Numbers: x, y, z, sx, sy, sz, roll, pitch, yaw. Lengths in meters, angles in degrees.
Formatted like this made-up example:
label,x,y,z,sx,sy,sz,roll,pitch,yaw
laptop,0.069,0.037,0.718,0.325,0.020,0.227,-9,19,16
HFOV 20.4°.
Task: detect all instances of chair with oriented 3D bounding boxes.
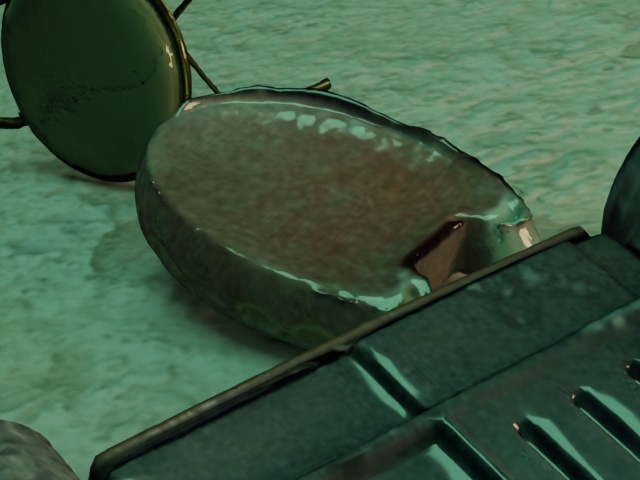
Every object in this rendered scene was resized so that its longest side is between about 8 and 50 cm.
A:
label,x,y,z,sx,sy,sz,roll,pitch,yaw
chair,-0.147,-0.106,1.080,0.170,0.159,0.326,11,27,33

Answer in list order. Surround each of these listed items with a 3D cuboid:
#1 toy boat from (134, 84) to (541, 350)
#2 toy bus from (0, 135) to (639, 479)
label,x,y,z,sx,sy,sz,roll,pitch,yaw
toy boat,0.000,0.000,0.934,0.227,0.085,0.155,26,48,30
toy bus,0.055,0.139,0.437,0.427,0.233,0.203,-23,48,-28
